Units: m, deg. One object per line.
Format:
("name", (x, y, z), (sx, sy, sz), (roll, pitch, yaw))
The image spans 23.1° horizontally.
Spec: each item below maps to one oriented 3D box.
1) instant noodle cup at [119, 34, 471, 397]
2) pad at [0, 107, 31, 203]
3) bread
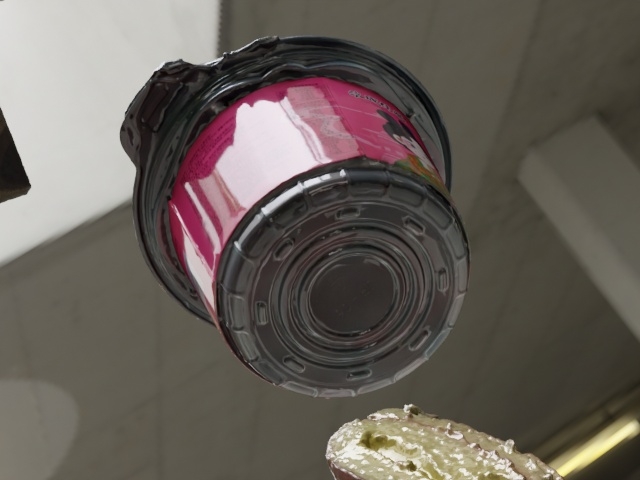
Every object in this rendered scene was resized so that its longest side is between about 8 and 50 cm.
("instant noodle cup", (0.000, 0.000, 1.147), (0.302, 0.181, 0.258), (19, -69, -24))
("pad", (-0.491, -0.096, 1.632), (0.330, 0.220, 0.004), (-21, 8, 1))
("bread", (0.070, 0.137, 0.549), (0.067, 0.192, 0.119), (-17, -14, -22))
